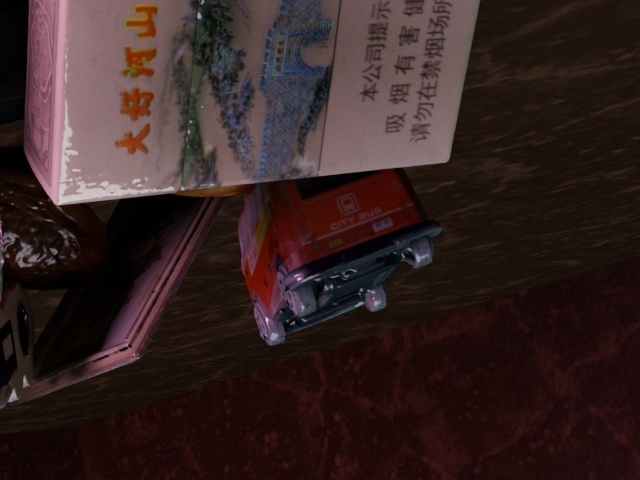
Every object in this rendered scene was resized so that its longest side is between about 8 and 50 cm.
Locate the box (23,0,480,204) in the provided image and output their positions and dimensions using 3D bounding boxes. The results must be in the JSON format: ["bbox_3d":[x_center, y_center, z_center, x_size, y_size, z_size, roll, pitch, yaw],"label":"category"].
[{"bbox_3d":[-0.036,-0.118,0.926,0.256,0.164,0.069,-7,-146,-25],"label":"box"}]

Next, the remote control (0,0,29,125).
[{"bbox_3d":[-0.177,-0.108,0.947,0.222,0.072,0.042,-23,-178,-32],"label":"remote control"}]

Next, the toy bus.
[{"bbox_3d":[0.000,0.000,1.251,0.121,0.120,0.265,-21,171,-12],"label":"toy bus"}]

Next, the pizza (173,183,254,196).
[{"bbox_3d":[-0.011,-0.101,1.268,0.335,0.086,0.226,-6,164,-39],"label":"pizza"}]

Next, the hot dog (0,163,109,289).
[{"bbox_3d":[-0.299,-0.008,1.389,0.227,0.099,0.160,0,167,-28],"label":"hot dog"}]

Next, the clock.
[{"bbox_3d":[-0.345,0.091,1.314,0.195,0.100,0.194,-4,-171,4],"label":"clock"}]

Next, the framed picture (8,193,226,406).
[{"bbox_3d":[-0.165,0.018,1.421,0.017,0.274,0.217,43,140,-22],"label":"framed picture"}]

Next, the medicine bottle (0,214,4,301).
[{"bbox_3d":[-0.320,-0.011,1.219,0.143,0.147,0.147,-7,169,-17],"label":"medicine bottle"}]
